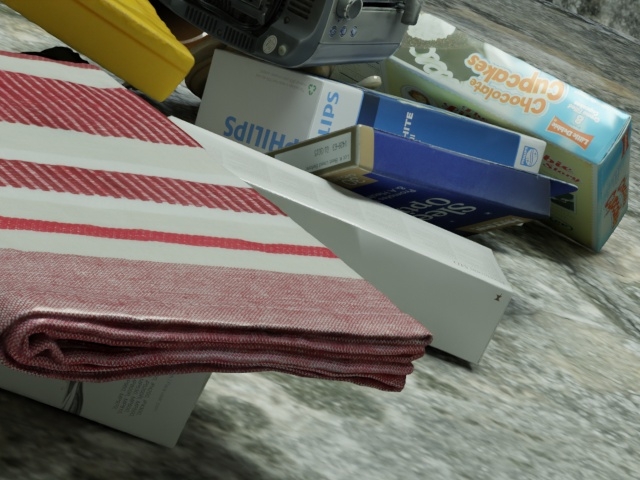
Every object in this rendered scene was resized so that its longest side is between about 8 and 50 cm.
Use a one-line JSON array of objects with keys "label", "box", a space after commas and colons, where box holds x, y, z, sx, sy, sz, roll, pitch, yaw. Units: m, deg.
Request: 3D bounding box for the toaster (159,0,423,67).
[{"label": "toaster", "box": [-0.027, -0.213, 1.519, 0.227, 0.129, 0.146, 29, 20, 36]}]

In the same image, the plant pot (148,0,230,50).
[{"label": "plant pot", "box": [-0.148, -0.263, 1.813, 0.167, 0.167, 0.165, 9, 14, -47]}]

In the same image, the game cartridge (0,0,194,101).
[{"label": "game cartridge", "box": [-0.246, -0.240, 1.302, 0.285, 0.053, 0.324, 32, 10, -41]}]

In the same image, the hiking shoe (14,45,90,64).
[{"label": "hiking shoe", "box": [-0.172, -0.056, 1.197, 0.114, 0.086, 0.227, -2, 22, -28]}]

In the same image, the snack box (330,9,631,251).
[{"label": "snack box", "box": [0.122, -0.119, 1.750, 0.322, 0.060, 0.187, 30, -16, 18]}]

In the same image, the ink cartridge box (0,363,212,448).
[{"label": "ink cartridge box", "box": [-0.122, 0.037, 0.946, 0.135, 0.056, 0.099, 21, 16, -13]}]

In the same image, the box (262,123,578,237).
[{"label": "box", "box": [0.065, -0.032, 1.415, 0.225, 0.036, 0.136, 11, -17, -39]}]

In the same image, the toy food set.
[{"label": "toy food set", "box": [-0.054, -0.142, 1.614, 0.192, 0.038, 0.132, 11, -25, -44]}]

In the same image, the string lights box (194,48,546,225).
[{"label": "string lights box", "box": [0.042, -0.079, 1.565, 0.259, 0.077, 0.133, 11, 7, -44]}]

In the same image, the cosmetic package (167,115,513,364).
[{"label": "cosmetic package", "box": [0.000, 0.000, 1.279, 0.239, 0.060, 0.099, 22, 12, -9]}]

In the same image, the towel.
[{"label": "towel", "box": [-0.128, -0.022, 0.961, 0.237, 0.037, 0.329, 7, 23, -41]}]
